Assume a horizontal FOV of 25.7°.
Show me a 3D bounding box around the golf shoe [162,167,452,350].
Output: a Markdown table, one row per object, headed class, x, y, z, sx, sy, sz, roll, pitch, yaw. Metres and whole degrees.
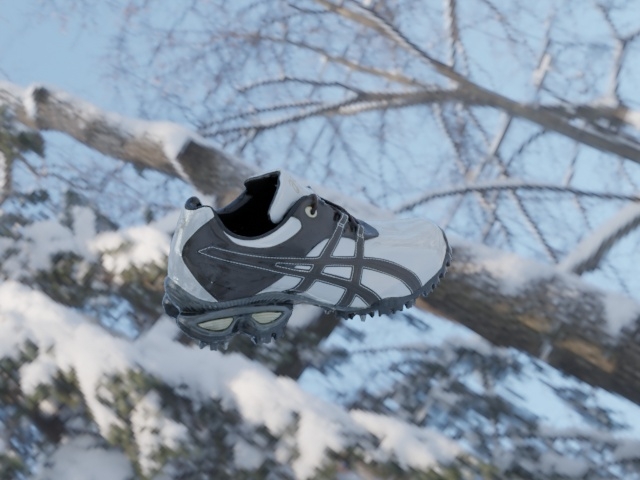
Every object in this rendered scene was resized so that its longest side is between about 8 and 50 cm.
| class | x | y | z | sx | sy | sz | roll | pitch | yaw |
| --- | --- | --- | --- | --- | --- | --- | --- | --- | --- |
| golf shoe | 0.000 | 0.000 | 0.838 | 0.198 | 0.077 | 0.093 | -14 | -64 | -34 |
